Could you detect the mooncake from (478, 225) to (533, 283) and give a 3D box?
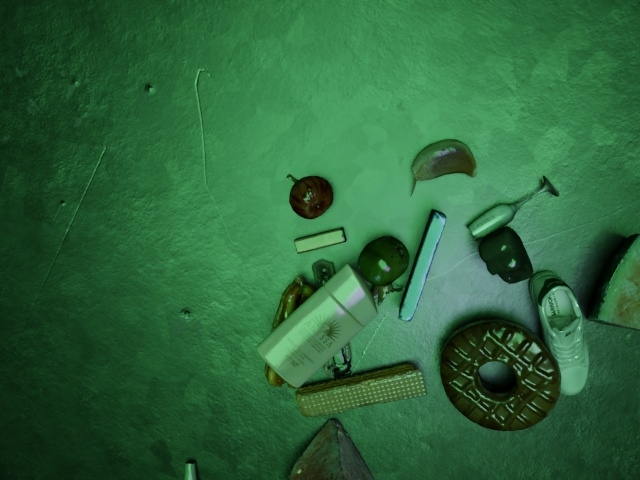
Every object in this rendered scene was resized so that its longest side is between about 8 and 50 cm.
[{"bbox_3d":[0.506,0.050,1.606,0.104,0.168,0.175,-32,117,23],"label":"mooncake"}]

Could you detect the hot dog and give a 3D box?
[{"bbox_3d":[-0.076,0.267,1.728,0.135,0.100,0.336,10,99,-4],"label":"hot dog"}]

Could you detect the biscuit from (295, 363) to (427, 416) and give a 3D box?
[{"bbox_3d":[0.116,0.442,1.740,0.379,0.054,0.094,-14,110,7],"label":"biscuit"}]

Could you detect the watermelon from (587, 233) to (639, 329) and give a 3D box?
[{"bbox_3d":[0.856,0.134,1.612,0.302,0.151,0.264,22,96,-15],"label":"watermelon"}]

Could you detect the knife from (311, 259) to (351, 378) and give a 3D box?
[{"bbox_3d":[0.029,0.235,1.741,0.089,0.043,0.364,-9,95,7],"label":"knife"}]

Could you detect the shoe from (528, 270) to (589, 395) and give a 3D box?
[{"bbox_3d":[0.672,0.267,1.624,0.132,0.160,0.362,-15,94,7],"label":"shoe"}]

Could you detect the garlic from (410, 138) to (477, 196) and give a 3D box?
[{"bbox_3d":[0.327,-0.208,1.641,0.198,0.090,0.128,-19,107,3],"label":"garlic"}]

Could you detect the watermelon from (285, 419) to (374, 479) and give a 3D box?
[{"bbox_3d":[0.044,0.723,1.766,0.283,0.292,0.250,3,139,29],"label":"watermelon"}]

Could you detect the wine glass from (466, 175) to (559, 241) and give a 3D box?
[{"bbox_3d":[0.525,-0.082,1.645,0.262,0.074,0.074,-32,93,9],"label":"wine glass"}]

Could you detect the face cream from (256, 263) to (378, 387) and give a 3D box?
[{"bbox_3d":[0.005,0.238,1.635,0.348,0.081,0.173,-42,103,3],"label":"face cream"}]

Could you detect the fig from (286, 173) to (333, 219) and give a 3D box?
[{"bbox_3d":[-0.040,-0.123,1.673,0.151,0.128,0.128,4,98,34],"label":"fig"}]

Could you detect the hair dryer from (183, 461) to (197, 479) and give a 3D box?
[{"bbox_3d":[-0.457,0.761,1.856,0.199,0.067,0.167,11,89,19],"label":"hair dryer"}]

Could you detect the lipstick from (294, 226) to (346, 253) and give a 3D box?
[{"bbox_3d":[0.000,0.000,1.714,0.146,0.045,0.045,-14,97,6],"label":"lipstick"}]

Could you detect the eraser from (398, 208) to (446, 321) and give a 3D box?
[{"bbox_3d":[0.282,0.068,1.645,0.043,0.144,0.311,18,98,6],"label":"eraser"}]

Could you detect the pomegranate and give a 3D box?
[{"bbox_3d":[0.178,0.085,1.659,0.131,0.152,0.190,18,116,35],"label":"pomegranate"}]

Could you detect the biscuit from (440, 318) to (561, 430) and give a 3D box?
[{"bbox_3d":[0.494,0.375,1.645,0.332,0.103,0.331,5,104,22],"label":"biscuit"}]
